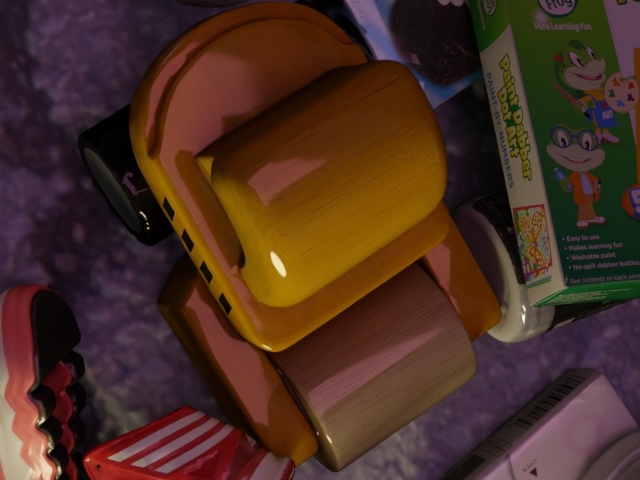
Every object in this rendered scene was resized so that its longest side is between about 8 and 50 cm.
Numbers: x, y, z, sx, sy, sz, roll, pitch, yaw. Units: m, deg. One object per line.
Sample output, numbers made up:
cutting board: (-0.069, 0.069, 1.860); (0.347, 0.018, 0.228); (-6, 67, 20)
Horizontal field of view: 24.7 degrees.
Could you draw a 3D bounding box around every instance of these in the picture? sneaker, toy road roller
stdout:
sneaker: (-0.229, 0.181, 0.997); (0.136, 0.116, 0.313); (-1, 101, 9)
sneaker: (-0.123, 0.210, 0.995); (0.128, 0.087, 0.221); (34, 90, 7)
toy road roller: (0.000, 0.000, 0.980); (0.202, 0.240, 0.329); (-33, 104, -15)

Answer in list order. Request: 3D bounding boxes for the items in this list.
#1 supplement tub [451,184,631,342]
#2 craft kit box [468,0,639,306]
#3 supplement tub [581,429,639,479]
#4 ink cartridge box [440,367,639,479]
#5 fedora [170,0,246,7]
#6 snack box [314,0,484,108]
supplement tub: (0.204, -0.003, 1.123); (0.190, 0.117, 0.117); (-18, 99, -19)
craft kit box: (0.246, -0.083, 1.065); (0.250, 0.061, 0.246); (-4, 72, -23)
supplement tub: (0.323, 0.263, 1.065); (0.191, 0.272, 0.191); (-11, 112, -29)
ink cartridge box: (0.205, 0.247, 1.173); (0.189, 0.066, 0.232); (-39, 101, -14)
fedora: (-0.079, -0.284, 0.947); (0.124, 0.275, 0.243); (-33, 127, -40)
snack box: (0.054, -0.270, 1.080); (0.187, 0.060, 0.322); (-34, 104, -16)
